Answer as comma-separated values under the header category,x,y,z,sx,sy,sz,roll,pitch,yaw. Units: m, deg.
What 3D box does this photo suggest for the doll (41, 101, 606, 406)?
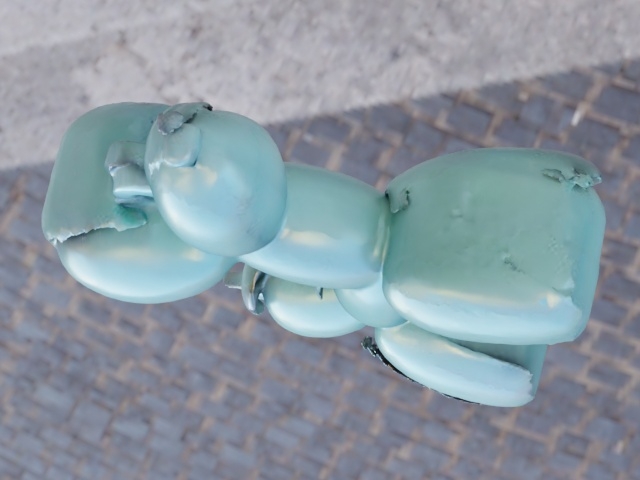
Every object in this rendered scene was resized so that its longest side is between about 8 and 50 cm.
category,x,y,z,sx,sy,sz,roll,pitch,yaw
doll,0.000,0.000,0.527,0.159,0.059,0.159,9,165,7
